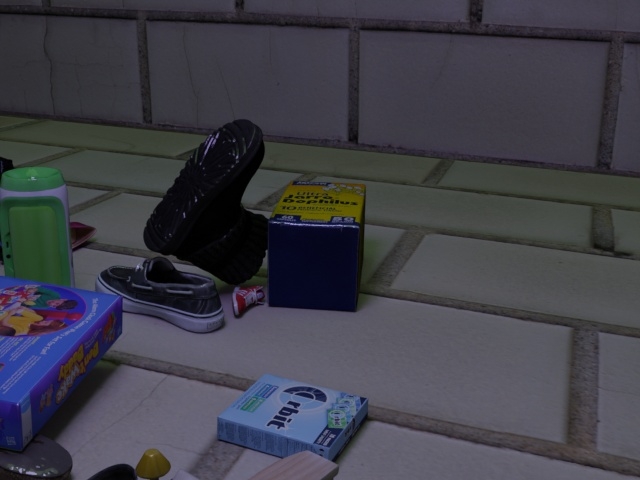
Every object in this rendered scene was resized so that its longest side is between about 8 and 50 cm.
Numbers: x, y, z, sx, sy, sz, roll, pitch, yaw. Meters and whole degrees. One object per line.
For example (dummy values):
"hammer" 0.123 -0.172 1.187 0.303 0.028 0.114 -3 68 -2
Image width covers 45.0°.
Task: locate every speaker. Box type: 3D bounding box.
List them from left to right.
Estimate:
"speaker" -0.558 0.010 1.527 0.131 0.296 0.131 1 18 0

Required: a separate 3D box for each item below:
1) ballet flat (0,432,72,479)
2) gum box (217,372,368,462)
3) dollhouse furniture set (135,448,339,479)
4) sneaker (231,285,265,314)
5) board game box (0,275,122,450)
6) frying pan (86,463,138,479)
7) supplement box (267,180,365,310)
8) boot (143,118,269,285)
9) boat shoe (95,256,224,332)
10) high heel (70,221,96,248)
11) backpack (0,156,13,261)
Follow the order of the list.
"ballet flat" -0.461 0.301 1.063 0.250 0.058 0.084 8 20 5
"gum box" -0.040 0.272 1.186 0.184 0.041 0.157 10 20 22
"dollhouse furniture set" -0.173 0.314 0.804 0.303 0.198 0.286 14 22 35
"sneaker" -0.151 0.124 1.622 0.067 0.042 0.118 -2 16 -1
"board game box" -0.484 0.172 1.193 0.233 0.078 0.347 9 22 7
"frying pan" -0.265 0.349 0.721 0.197 0.053 0.326 -29 23 32
"supplement box" 0.000 0.000 1.766 0.194 0.195 0.356 3 18 4
"boot" -0.175 -0.072 1.606 0.260 0.348 0.131 25 25 -44
"boat shoe" -0.331 0.087 1.595 0.335 0.119 0.121 12 21 29
"high heel" -0.630 0.002 1.894 0.117 0.082 0.244 -10 6 -3
"backpack" -0.844 -0.089 1.915 0.213 0.276 0.263 -11 15 4
